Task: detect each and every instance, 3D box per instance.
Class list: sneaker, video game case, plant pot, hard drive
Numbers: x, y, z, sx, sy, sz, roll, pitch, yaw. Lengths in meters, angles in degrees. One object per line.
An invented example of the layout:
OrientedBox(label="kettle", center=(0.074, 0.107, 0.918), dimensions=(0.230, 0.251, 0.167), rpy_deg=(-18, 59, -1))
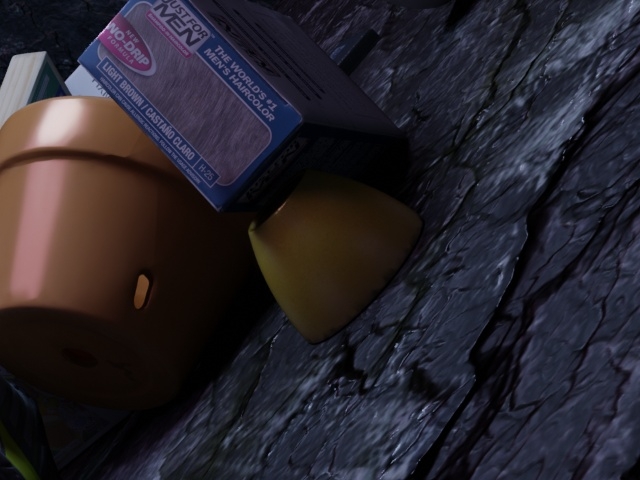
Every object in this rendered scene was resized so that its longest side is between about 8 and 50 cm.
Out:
OrientedBox(label="sneaker", center=(-0.342, 0.159, 1.534), dimensions=(0.111, 0.300, 0.121), rpy_deg=(-21, 7, 14))
OrientedBox(label="video game case", center=(-0.338, 0.171, 1.648), dimensions=(0.227, 0.206, 0.026), rpy_deg=(-39, 25, 38))
OrientedBox(label="plant pot", center=(-0.203, 0.028, 1.510), dimensions=(0.291, 0.291, 0.203), rpy_deg=(-34, 34, 52))
OrientedBox(label="plant pot", center=(0.000, 0.000, 1.238), dimensions=(0.134, 0.095, 0.134), rpy_deg=(-46, 11, 12))
OrientedBox(label="hard drive", center=(0.026, -0.241, 2.148), dimensions=(0.094, 0.022, 0.135), rpy_deg=(-50, 11, -10))

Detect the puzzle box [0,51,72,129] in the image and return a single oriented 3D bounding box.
OrientedBox(label="puzzle box", center=(-0.360, 0.000, 1.970), dimensions=(0.052, 0.272, 0.409), rpy_deg=(-5, 48, 19))

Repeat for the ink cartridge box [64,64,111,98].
OrientedBox(label="ink cartridge box", center=(-0.236, -0.162, 2.235), dimensions=(0.239, 0.275, 0.060), rpy_deg=(-44, -13, 24))

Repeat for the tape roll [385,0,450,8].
OrientedBox(label="tape roll", center=(0.046, -0.436, 1.809), dimensions=(0.072, 0.392, 0.392), rpy_deg=(-39, 14, 36))

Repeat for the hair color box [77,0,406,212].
OrientedBox(label="hair color box", center=(-0.054, -0.119, 1.362), dimensions=(0.105, 0.174, 0.347), rpy_deg=(-46, -11, 12))
